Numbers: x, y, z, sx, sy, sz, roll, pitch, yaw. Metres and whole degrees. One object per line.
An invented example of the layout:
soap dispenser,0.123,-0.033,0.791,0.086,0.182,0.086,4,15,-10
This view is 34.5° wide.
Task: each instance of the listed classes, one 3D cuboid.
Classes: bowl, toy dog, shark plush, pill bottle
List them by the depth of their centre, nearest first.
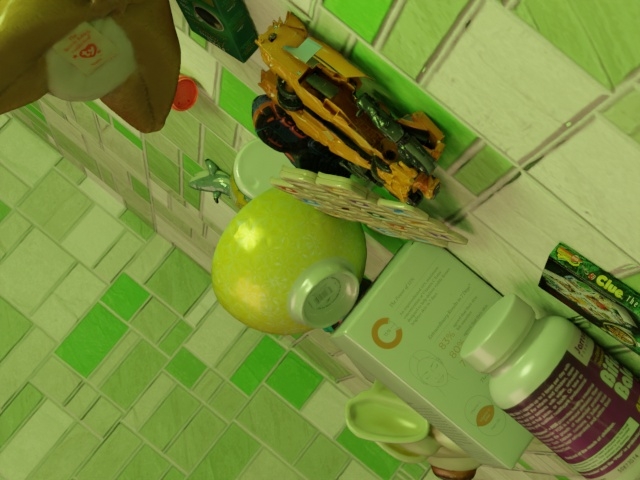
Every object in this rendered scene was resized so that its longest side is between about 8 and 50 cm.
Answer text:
pill bottle,0.361,0.219,1.536,0.301,0.169,0.169,40,167,-3
bowl,-0.024,0.058,1.737,0.156,0.289,0.289,45,174,43
pill bottle,-0.104,-0.104,1.847,0.117,0.117,0.208,39,167,-1
toy dog,0.264,0.331,2.084,0.395,0.285,0.408,8,158,14
shark plush,-0.213,-0.107,2.254,0.161,0.067,0.073,36,167,16

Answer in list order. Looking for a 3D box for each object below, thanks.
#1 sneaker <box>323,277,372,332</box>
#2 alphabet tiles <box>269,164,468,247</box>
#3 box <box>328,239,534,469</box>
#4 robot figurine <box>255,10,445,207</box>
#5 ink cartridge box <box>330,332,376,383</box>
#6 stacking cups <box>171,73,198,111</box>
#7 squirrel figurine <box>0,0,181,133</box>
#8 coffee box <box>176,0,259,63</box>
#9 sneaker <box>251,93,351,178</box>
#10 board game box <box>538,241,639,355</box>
sneaker,0.098,0.193,2.274,0.295,0.124,0.178,53,158,-20
alphabet tiles,0.071,-0.049,1.536,0.278,0.021,0.284,13,171,41
box,0.220,0.185,1.708,0.345,0.215,0.168,40,168,-1
robot figurine,0.044,-0.159,1.320,0.291,0.085,0.211,38,168,7
ink cartridge box,0.151,0.281,2.505,0.188,0.097,0.255,28,161,42
stacking cups,-0.342,-0.307,1.910,0.316,0.096,0.096,20,158,45
squirrel figurine,-0.346,-0.386,1.331,0.370,0.281,0.397,60,140,33
coffee box,-0.154,-0.328,1.394,0.113,0.040,0.184,34,166,26
sneaker,-0.028,-0.154,1.586,0.221,0.083,0.087,45,-169,-40
board game box,0.405,0.105,1.342,0.259,0.030,0.136,36,165,15
